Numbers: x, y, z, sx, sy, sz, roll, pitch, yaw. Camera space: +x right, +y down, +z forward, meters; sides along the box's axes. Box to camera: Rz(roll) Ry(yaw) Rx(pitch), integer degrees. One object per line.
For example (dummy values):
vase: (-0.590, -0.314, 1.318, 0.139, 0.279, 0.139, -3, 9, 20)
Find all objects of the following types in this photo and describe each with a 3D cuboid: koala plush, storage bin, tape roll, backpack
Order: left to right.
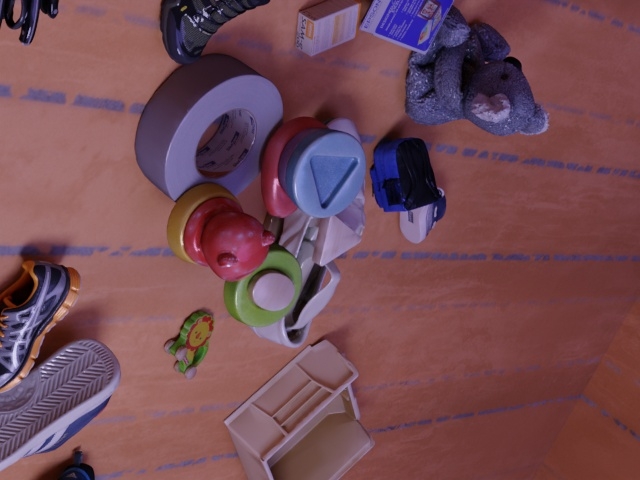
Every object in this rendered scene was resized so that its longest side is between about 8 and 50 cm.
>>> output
tape roll: (-0.157, -0.153, 1.925, 0.219, 0.072, 0.219, -32, 142, -29)
storage bin: (-0.029, 0.359, 2.547, 0.260, 0.123, 0.262, -40, 146, -20)
backpack: (0.135, -0.114, 2.323, 0.098, 0.101, 0.120, -20, 104, -47)
koala plush: (0.268, -0.246, 2.246, 0.196, 0.221, 0.203, 10, 113, -56)

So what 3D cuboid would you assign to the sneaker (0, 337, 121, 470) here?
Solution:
sneaker: (-0.444, 0.272, 1.926, 0.350, 0.131, 0.148, -24, 159, -25)

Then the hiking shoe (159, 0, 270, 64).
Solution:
hiking shoe: (-0.126, -0.322, 1.758, 0.086, 0.114, 0.226, 5, 117, -54)

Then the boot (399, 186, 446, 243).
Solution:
boot: (0.188, -0.081, 2.465, 0.086, 0.069, 0.190, -45, 156, -26)

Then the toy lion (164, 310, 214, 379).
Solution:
toy lion: (-0.207, 0.166, 2.216, 0.096, 0.034, 0.100, -48, 149, -22)

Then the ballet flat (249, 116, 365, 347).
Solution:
ballet flat: (0.000, 0.000, 2.185, 0.139, 0.139, 0.400, -3, 123, -51)

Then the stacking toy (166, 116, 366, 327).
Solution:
stacking toy: (-0.037, -0.005, 1.966, 0.309, 0.130, 0.279, -40, 130, -18)

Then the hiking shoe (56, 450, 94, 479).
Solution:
hiking shoe: (-0.391, 0.494, 2.196, 0.132, 0.113, 0.304, -71, 172, -53)

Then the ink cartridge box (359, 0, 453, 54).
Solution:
ink cartridge box: (0.147, -0.405, 2.100, 0.208, 0.045, 0.206, 7, 115, -57)

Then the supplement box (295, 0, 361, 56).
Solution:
supplement box: (0.011, -0.321, 2.013, 0.098, 0.036, 0.062, -28, 141, -36)

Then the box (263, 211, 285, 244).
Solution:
box: (-0.045, -0.002, 2.269, 0.164, 0.021, 0.201, -12, 131, -47)

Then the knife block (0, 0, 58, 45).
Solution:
knife block: (-0.358, -0.342, 1.459, 0.242, 0.088, 0.275, -46, 148, -12)

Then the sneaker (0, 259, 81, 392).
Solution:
sneaker: (-0.419, 0.115, 1.849, 0.083, 0.084, 0.214, 33, 90, -45)
